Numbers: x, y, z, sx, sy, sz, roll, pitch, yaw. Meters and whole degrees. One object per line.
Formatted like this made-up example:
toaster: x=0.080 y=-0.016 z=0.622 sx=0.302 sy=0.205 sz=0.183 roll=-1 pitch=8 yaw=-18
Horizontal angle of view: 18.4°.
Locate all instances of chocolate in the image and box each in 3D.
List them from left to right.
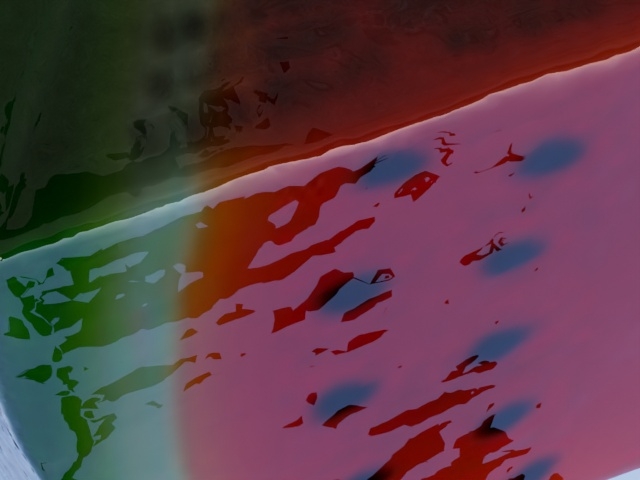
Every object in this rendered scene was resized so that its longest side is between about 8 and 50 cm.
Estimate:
chocolate: x=0.000 y=0.000 z=0.852 sx=0.341 sy=0.360 sz=0.161 roll=-19 pitch=-128 yaw=-12
